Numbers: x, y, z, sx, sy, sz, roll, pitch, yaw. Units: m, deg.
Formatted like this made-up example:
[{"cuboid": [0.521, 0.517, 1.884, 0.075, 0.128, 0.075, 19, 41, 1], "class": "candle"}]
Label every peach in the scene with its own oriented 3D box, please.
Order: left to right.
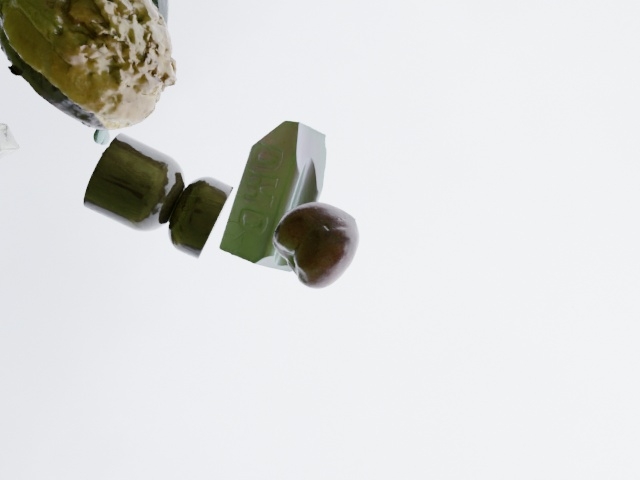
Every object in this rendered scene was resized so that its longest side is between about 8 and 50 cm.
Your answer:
[{"cuboid": [0.000, 0.000, 1.097, 0.152, 0.152, 0.151, -2, -97, 22], "class": "peach"}]

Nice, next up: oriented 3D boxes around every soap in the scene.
[{"cuboid": [-0.105, -0.112, 1.502, 0.208, 0.115, 0.346, 19, -89, 46], "class": "soap"}]

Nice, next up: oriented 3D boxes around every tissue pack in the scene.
[{"cuboid": [-0.412, -0.108, 0.734, 0.083, 0.062, 0.042, -23, -79, -1], "class": "tissue pack"}]

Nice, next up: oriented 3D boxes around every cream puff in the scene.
[{"cuboid": [-0.215, -0.195, 0.586, 0.129, 0.189, 0.189, -43, -109, 9], "class": "cream puff"}]

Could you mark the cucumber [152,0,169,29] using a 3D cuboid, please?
[{"cuboid": [-0.366, -0.533, 1.288, 0.115, 0.063, 0.243, -14, -91, -22], "class": "cucumber"}]

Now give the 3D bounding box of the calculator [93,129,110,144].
[{"cuboid": [-0.591, -0.409, 1.707, 0.042, 0.185, 0.298, 15, -74, 5], "class": "calculator"}]

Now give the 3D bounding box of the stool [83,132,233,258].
[{"cuboid": [-0.343, -0.093, 1.325, 0.264, 0.179, 0.179, 25, -85, -9], "class": "stool"}]
